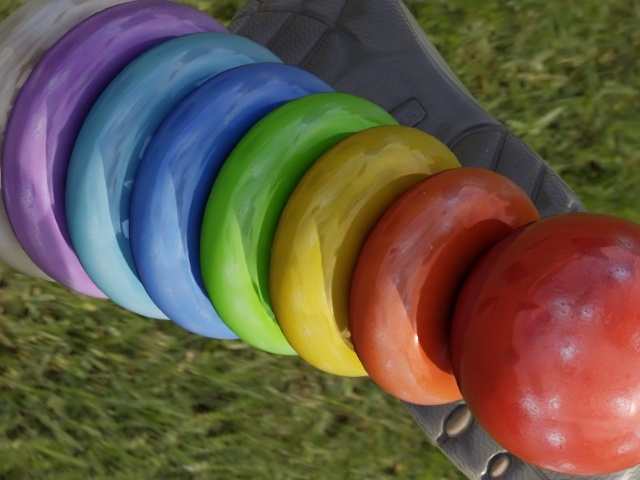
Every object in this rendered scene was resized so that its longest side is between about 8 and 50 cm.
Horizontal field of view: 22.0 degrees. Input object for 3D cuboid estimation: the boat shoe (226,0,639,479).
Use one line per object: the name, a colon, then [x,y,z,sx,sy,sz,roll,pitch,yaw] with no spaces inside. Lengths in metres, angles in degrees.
boat shoe: [0.075,-0.003,0.886,0.132,0.130,0.355,-33,63,10]

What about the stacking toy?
stacking toy: [0.000,0.000,0.633,0.141,0.330,0.141,-23,125,-38]
